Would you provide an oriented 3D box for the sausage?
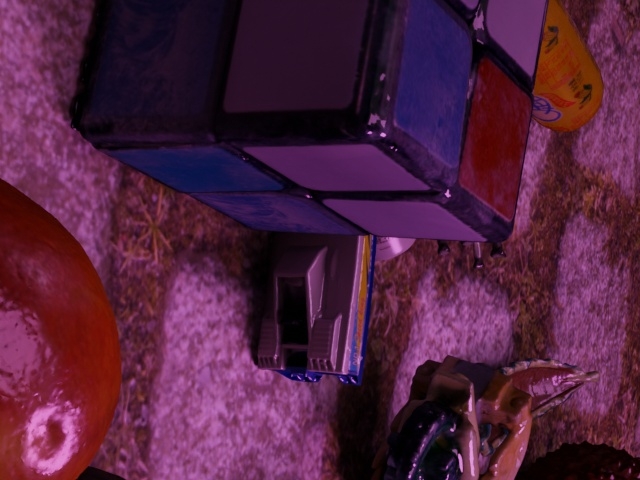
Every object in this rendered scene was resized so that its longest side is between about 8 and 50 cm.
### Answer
[{"bbox_3d":[0.301,-0.261,1.988,0.347,0.123,0.123,43,56,-50],"label":"sausage"}]

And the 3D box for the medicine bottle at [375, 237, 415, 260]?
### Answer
[{"bbox_3d":[0.055,-0.052,1.647,0.079,0.079,0.140,-58,136,-39],"label":"medicine bottle"}]

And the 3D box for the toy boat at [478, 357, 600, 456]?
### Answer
[{"bbox_3d":[0.275,0.218,1.999,0.293,0.099,0.108,-15,105,-49],"label":"toy boat"}]

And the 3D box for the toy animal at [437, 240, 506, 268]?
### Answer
[{"bbox_3d":[0.176,-0.064,1.852,0.217,0.073,0.176,26,55,-60],"label":"toy animal"}]

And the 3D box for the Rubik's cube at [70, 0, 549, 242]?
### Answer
[{"bbox_3d":[0.007,-0.186,1.346,0.313,0.318,0.316,31,66,-56],"label":"Rubik's cube"}]

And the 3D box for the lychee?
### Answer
[{"bbox_3d":[0.381,0.406,2.018,0.300,0.264,0.264,-12,103,-30],"label":"lychee"}]

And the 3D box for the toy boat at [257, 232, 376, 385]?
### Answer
[{"bbox_3d":[0.000,0.000,1.520,0.088,0.129,0.295,14,79,-47],"label":"toy boat"}]

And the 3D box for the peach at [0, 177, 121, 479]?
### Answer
[{"bbox_3d":[-0.265,0.063,0.995,0.281,0.238,0.281,37,45,-48],"label":"peach"}]

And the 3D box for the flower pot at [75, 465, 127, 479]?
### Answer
[{"bbox_3d":[-0.180,0.331,1.165,0.302,0.213,0.302,-7,98,-57],"label":"flower pot"}]

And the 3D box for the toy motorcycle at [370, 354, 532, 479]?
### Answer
[{"bbox_3d":[0.152,0.308,1.718,0.237,0.168,0.410,-52,150,-35],"label":"toy motorcycle"}]
